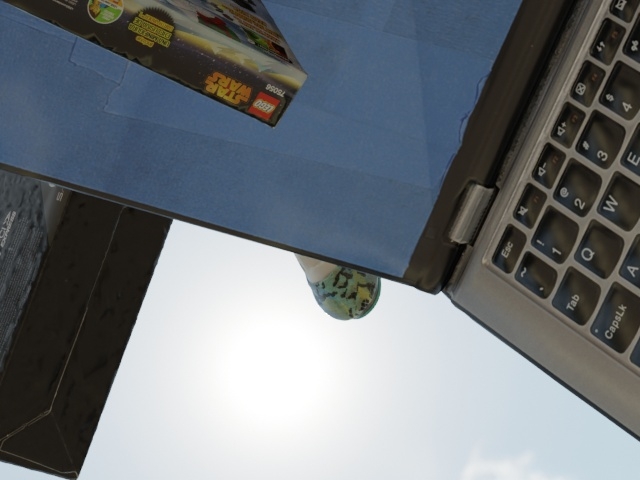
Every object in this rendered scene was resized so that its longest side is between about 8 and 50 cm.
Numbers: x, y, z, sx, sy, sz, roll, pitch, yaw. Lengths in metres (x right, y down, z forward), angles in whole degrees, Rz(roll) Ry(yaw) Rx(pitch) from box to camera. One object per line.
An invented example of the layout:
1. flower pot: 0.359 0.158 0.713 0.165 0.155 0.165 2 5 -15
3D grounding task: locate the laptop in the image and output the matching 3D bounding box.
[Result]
1. laptop: 0.096 -0.109 0.685 0.408 0.382 0.236 37 -155 33

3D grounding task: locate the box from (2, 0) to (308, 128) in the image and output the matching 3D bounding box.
1. box: -0.077 -0.097 0.685 0.137 0.027 0.094 24 -159 -28

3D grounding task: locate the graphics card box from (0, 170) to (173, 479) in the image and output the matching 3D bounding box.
1. graphics card box: -0.260 0.012 1.368 0.094 0.371 0.232 23 -94 -37

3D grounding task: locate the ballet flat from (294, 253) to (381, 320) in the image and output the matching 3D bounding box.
1. ballet flat: 0.000 0.000 1.519 0.070 0.070 0.188 8 -156 -16
